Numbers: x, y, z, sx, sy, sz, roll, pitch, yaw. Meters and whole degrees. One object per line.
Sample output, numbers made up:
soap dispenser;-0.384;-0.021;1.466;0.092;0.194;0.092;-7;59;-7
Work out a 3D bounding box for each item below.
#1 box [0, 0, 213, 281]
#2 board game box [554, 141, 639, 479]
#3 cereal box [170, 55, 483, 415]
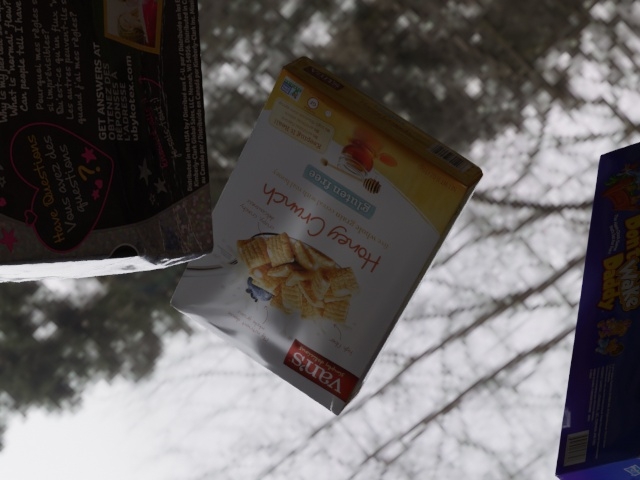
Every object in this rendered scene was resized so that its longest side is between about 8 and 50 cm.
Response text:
box;-0.191;-0.058;0.824;0.142;0.247;0.163;-3;-91;-47
board game box;0.312;0.112;1.396;0.233;0.078;0.347;46;-138;-32
cereal box;0.000;0.000;1.289;0.173;0.240;0.047;33;-151;10
